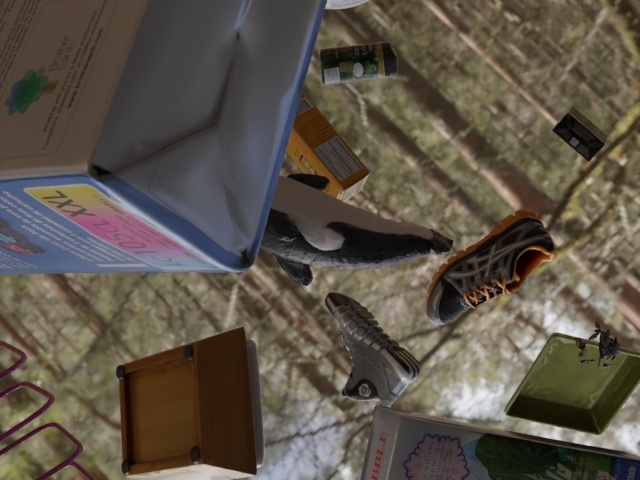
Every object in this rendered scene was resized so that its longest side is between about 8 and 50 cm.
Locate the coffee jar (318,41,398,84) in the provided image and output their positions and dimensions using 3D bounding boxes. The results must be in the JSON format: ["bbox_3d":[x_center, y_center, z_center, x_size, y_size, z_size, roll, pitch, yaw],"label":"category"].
[{"bbox_3d":[0.090,-0.421,2.413,0.096,0.185,0.079,-95,178,-60],"label":"coffee jar"}]

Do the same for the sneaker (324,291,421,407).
[{"bbox_3d":[0.057,0.198,1.739,0.086,0.228,0.132,11,117,-49],"label":"sneaker"}]

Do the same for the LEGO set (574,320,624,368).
[{"bbox_3d":[0.327,0.123,1.179,0.023,0.054,0.083,-21,-176,44],"label":"LEGO set"}]

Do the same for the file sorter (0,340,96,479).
[{"bbox_3d":[-0.432,0.241,1.299,0.182,0.290,0.202,-33,-163,-23],"label":"file sorter"}]

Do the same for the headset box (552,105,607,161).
[{"bbox_3d":[0.334,-0.138,1.309,0.032,0.062,0.083,-50,175,24],"label":"headset box"}]

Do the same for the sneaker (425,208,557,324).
[{"bbox_3d":[0.239,0.048,1.440,0.215,0.083,0.084,-42,139,6],"label":"sneaker"}]

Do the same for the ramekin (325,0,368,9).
[{"bbox_3d":[0.025,-0.524,1.673,0.273,0.273,0.127,-45,-175,3],"label":"ramekin"}]

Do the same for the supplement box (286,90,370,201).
[{"bbox_3d":[-0.011,-0.179,1.920,0.080,0.233,0.078,-30,166,-25],"label":"supplement box"}]

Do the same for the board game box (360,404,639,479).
[{"bbox_3d":[0.175,0.354,1.049,0.066,0.318,0.318,-177,-80,-70],"label":"board game box"}]

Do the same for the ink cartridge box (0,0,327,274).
[{"bbox_3d":[-0.207,-0.120,0.719,0.151,0.396,0.269,41,57,-48],"label":"ink cartridge box"}]

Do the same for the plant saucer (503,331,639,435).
[{"bbox_3d":[0.415,0.225,1.662,0.045,0.189,0.188,-96,-156,-53],"label":"plant saucer"}]

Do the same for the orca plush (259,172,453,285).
[{"bbox_3d":[0.000,0.000,1.164,0.151,0.287,0.102,-100,-159,-58],"label":"orca plush"}]

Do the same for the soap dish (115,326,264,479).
[{"bbox_3d":[-0.217,0.274,1.637,0.118,0.228,0.291,7,162,-39],"label":"soap dish"}]
